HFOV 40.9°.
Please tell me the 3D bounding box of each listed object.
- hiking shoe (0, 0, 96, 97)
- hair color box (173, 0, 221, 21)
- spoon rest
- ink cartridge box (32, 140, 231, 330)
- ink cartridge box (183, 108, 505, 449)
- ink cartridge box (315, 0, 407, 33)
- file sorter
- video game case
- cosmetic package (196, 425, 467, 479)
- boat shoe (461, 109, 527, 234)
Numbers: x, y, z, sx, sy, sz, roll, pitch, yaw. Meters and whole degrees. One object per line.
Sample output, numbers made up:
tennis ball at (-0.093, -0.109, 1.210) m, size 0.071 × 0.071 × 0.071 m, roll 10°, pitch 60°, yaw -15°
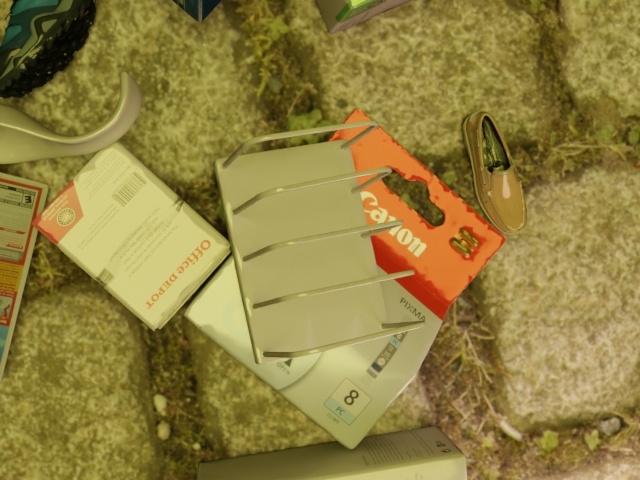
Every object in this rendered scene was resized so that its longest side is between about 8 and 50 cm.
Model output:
hiking shoe at (-0.365, -0.328, 1.138) m, size 0.132 × 0.113 × 0.304 m, roll 32°, pitch 80°, yaw -1°
hair color box at (-0.223, -0.457, 1.066) m, size 0.347 × 0.105 × 0.174 m, roll 41°, pitch 76°, yaw 1°
spoon rest at (-0.368, -0.144, 1.112) m, size 0.277 × 0.137 × 0.084 m, roll -13°, pitch 70°, yaw 7°
ink cartridge box at (-0.251, -0.007, 1.169) m, size 0.218 × 0.092 × 0.158 m, roll 43°, pitch 84°, yaw -6°
ink cartridge box at (0.046, 0.052, 1.216) m, size 0.308 × 0.091 × 0.385 m, roll 41°, pitch 89°, yaw -8°
ink cartridge box at (0.126, -0.392, 1.140) m, size 0.273 × 0.198 × 0.114 m, roll -25°, pitch 97°, yaw -5°
file sorter at (0.000, 0.000, 1.093) m, size 0.193 × 0.173 × 0.277 m, roll -11°, pitch 85°, yaw -20°
video game case at (-0.494, 0.039, 1.132) m, size 0.204 × 0.025 × 0.285 m, roll 14°, pitch 87°, yaw -30°
cosmetic package at (0.018, 0.395, 1.202) m, size 0.366 × 0.155 × 0.196 m, roll -6°, pitch 95°, yaw -6°
boat shoe at (0.256, -0.096, 1.240) m, size 0.068 × 0.072 × 0.189 m, roll -25°, pitch 97°, yaw -5°
